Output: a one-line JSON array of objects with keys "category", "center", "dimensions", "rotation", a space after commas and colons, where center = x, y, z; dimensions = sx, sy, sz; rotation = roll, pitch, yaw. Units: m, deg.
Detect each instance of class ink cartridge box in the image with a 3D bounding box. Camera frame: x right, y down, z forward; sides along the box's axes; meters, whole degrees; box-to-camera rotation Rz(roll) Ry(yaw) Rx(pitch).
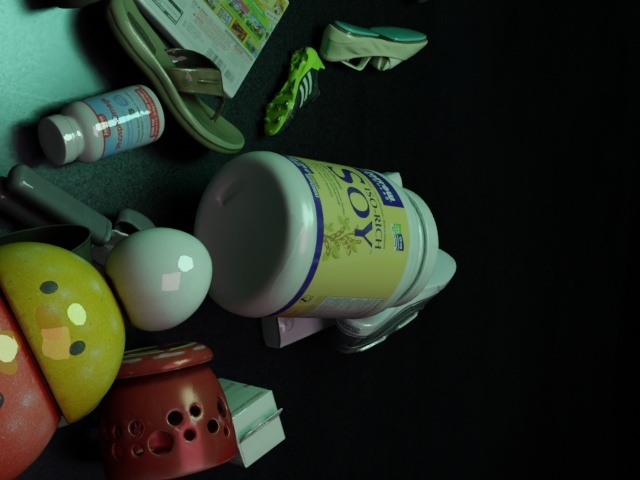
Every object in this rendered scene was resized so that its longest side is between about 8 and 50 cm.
[{"category": "ink cartridge box", "center": [-0.131, 0.284, 1.519], "dimensions": [0.092, 0.143, 0.089], "rotation": [-31, 116, -39]}]

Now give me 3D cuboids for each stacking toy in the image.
[{"category": "stacking toy", "center": [-0.340, 0.107, 1.054], "dimensions": [0.480, 0.351, 0.350], "rotation": [-29, 116, -18]}]

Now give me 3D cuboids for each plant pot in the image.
[{"category": "plant pot", "center": [-0.222, 0.238, 1.384], "dimensions": [0.191, 0.191, 0.174], "rotation": [-7, 88, -45]}]

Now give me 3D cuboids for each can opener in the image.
[{"category": "can opener", "center": [-0.327, -0.029, 1.356], "dimensions": [0.283, 0.076, 0.095], "rotation": [38, 35, -41]}]

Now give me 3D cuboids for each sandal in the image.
[{"category": "sandal", "center": [-0.195, -0.240, 1.406], "dimensions": [0.086, 0.120, 0.302], "rotation": [-31, 124, 8]}]

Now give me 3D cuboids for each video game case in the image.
[{"category": "video game case", "center": [-0.164, -0.370, 1.504], "dimensions": [0.227, 0.026, 0.206], "rotation": [45, 63, -38]}]

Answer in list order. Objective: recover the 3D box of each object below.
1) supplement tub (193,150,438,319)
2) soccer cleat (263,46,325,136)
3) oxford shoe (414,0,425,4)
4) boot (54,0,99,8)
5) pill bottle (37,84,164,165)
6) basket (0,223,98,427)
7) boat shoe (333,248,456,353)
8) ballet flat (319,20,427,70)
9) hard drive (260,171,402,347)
[{"category": "supplement tub", "center": [0.000, 0.000, 1.490], "dimensions": [0.331, 0.241, 0.241], "rotation": [5, 90, -46]}, {"category": "soccer cleat", "center": [-0.039, -0.240, 1.623], "dimensions": [0.072, 0.060, 0.178], "rotation": [42, 62, -41]}, {"category": "oxford shoe", "center": [0.210, -0.551, 1.844], "dimensions": [0.096, 0.083, 0.227], "rotation": [29, 72, -24]}, {"category": "boot", "center": [-0.261, -0.516, 1.301], "dimensions": [0.377, 0.138, 0.284], "rotation": [-39, 121, -21]}, {"category": "pill bottle", "center": [-0.301, -0.157, 1.339], "dimensions": [0.160, 0.087, 0.087], "rotation": [-27, 113, -41]}, {"category": "basket", "center": [-0.368, 0.117, 1.256], "dimensions": [0.204, 0.154, 0.226], "rotation": [-18, 114, -16]}, {"category": "boat shoe", "center": [0.131, 0.109, 1.739], "dimensions": [0.301, 0.108, 0.102], "rotation": [-35, 151, -42]}, {"category": "ballet flat", "center": [0.093, -0.344, 1.744], "dimensions": [0.248, 0.086, 0.086], "rotation": [-5, 98, -44]}, {"category": "hard drive", "center": [0.028, 0.026, 1.726], "dimensions": [0.353, 0.047, 0.233], "rotation": [-19, 107, -43]}]
